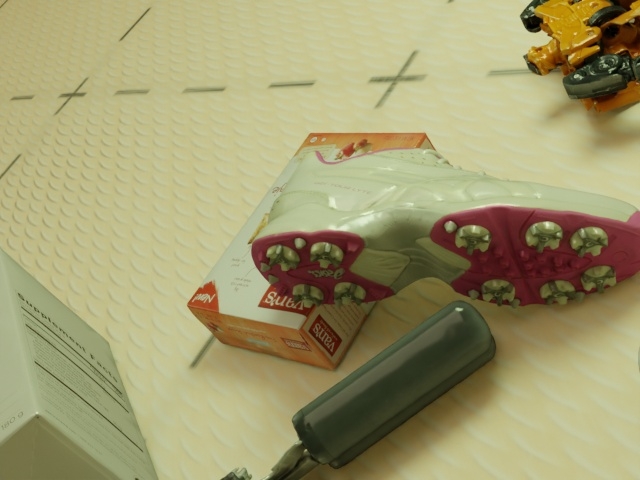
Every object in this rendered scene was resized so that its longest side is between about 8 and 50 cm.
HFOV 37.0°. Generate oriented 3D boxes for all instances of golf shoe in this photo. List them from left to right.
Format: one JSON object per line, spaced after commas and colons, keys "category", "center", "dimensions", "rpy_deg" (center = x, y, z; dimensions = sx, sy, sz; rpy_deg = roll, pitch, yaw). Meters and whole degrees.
{"category": "golf shoe", "center": [0.100, -0.025, 0.753], "dimensions": [0.306, 0.115, 0.140], "rpy_deg": [0, 49, 15]}

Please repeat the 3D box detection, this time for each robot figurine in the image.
{"category": "robot figurine", "center": [0.321, -0.213, 0.843], "dimensions": [0.291, 0.085, 0.211], "rpy_deg": [-27, 36, 14]}

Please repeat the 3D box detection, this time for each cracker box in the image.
{"category": "cracker box", "center": [0.000, 0.000, 0.898], "dimensions": [0.156, 0.067, 0.232], "rpy_deg": [6, 54, 45]}

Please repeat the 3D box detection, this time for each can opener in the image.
{"category": "can opener", "center": [0.020, 0.155, 0.719], "dimensions": [0.280, 0.074, 0.093], "rpy_deg": [-40, 69, 0]}

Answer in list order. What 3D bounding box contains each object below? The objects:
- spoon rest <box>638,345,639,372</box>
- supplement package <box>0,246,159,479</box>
{"category": "spoon rest", "center": [0.297, 0.084, 0.527], "dimensions": [0.137, 0.084, 0.276], "rpy_deg": [-44, 36, -9]}
{"category": "supplement package", "center": [-0.283, 0.171, 0.857], "dimensions": [0.177, 0.175, 0.293], "rpy_deg": [-40, 35, -2]}
